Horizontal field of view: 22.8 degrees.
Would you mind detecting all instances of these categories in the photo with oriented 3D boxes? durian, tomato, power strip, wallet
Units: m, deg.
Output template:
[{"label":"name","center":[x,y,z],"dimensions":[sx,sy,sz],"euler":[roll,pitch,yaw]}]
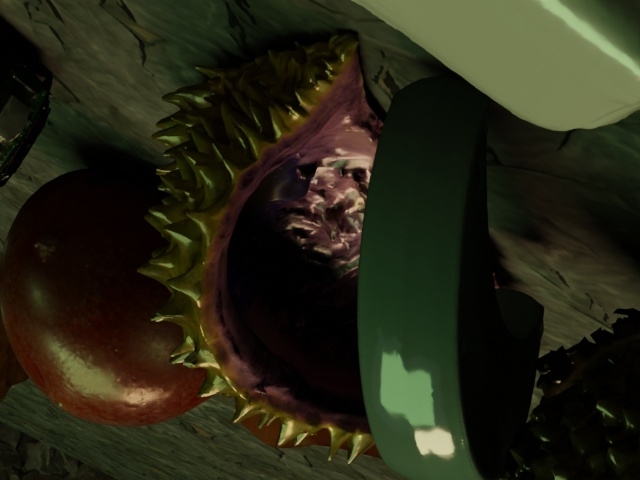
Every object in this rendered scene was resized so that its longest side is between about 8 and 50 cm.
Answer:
[{"label":"durian","center":[-0.013,0.006,0.790],"dimensions":[0.260,0.154,0.186],"euler":[50,179,-36]},{"label":"tomato","center":[-0.121,0.041,0.991],"dimensions":[0.167,0.167,0.167],"euler":[25,164,8]},{"label":"power strip","center":[0.059,0.042,0.683],"dimensions":[0.044,0.137,0.216],"euler":[3,147,18]},{"label":"wallet","center":[0.031,-0.096,0.519],"dimensions":[0.190,0.033,0.095],"euler":[32,165,-13]},{"label":"durian","center":[0.167,0.095,0.662],"dimensions":[0.167,0.196,0.196],"euler":[30,164,-3]}]

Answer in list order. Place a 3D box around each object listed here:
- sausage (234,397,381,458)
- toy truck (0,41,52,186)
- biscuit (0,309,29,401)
[{"label":"sausage","center":[0.023,0.091,1.017],"dimensions":[0.083,0.089,0.300],"euler":[47,160,-15]},{"label":"toy truck","center":[-0.258,-0.118,0.830],"dimensions":[0.259,0.088,0.121],"euler":[38,161,-29]},{"label":"biscuit","center":[-0.464,0.033,1.499],"dimensions":[0.343,0.166,0.395],"euler":[22,162,13]}]
